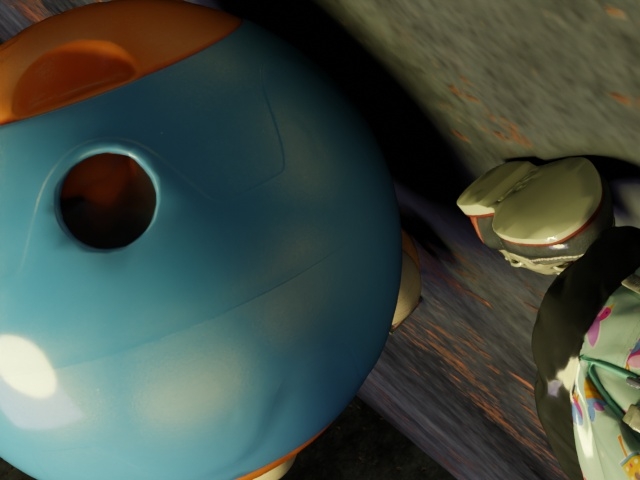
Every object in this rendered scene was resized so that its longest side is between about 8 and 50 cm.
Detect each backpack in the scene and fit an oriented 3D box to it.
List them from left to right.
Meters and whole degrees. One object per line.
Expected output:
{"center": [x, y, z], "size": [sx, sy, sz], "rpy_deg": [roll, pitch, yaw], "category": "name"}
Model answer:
{"center": [0.165, 0.083, 0.414], "size": [0.182, 0.115, 0.152], "rpy_deg": [31, 163, 50], "category": "backpack"}

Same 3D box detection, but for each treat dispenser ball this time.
{"center": [-0.096, 0.006, 0.702], "size": [0.288, 0.288, 0.288], "rpy_deg": [43, 173, 7], "category": "treat dispenser ball"}

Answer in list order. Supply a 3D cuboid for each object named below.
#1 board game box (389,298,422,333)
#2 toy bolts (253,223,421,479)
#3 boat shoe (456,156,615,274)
{"center": [0.000, 0.000, 1.121], "size": [0.170, 0.048, 0.141], "rpy_deg": [35, 171, 49], "category": "board game box"}
{"center": [-0.052, 0.060, 0.874], "size": [0.218, 0.228, 0.158], "rpy_deg": [22, -178, -23], "category": "toy bolts"}
{"center": [0.097, -0.006, 0.522], "size": [0.043, 0.049, 0.137], "rpy_deg": [53, 176, -10], "category": "boat shoe"}
